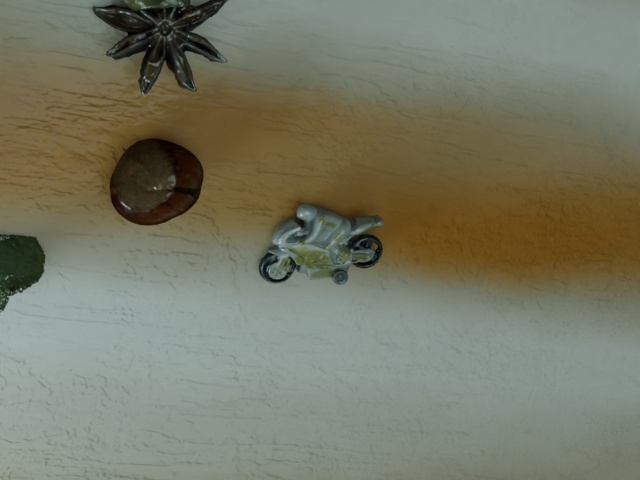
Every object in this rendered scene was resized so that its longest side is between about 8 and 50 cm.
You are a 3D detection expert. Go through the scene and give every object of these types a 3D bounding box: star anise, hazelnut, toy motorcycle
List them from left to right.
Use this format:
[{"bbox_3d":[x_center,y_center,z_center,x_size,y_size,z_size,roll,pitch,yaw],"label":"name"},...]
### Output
[{"bbox_3d":[-0.265,-0.091,1.854,0.154,0.143,0.143,-42,117,6],"label":"hazelnut"},{"bbox_3d":[-0.232,-0.335,1.797,0.231,0.089,0.209,-10,100,-17],"label":"star anise"},{"bbox_3d":[0.000,0.000,2.006,0.228,0.074,0.151,-9,116,-7],"label":"toy motorcycle"}]

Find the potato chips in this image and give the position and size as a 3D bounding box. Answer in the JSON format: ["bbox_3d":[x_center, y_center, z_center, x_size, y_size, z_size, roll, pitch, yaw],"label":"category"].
[{"bbox_3d":[-0.559,0.052,1.831,0.228,0.059,0.167,-36,107,-5],"label":"potato chips"}]

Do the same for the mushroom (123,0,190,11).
[{"bbox_3d":[-0.295,-0.477,1.641,0.217,0.212,0.292,-4,101,-19],"label":"mushroom"}]
